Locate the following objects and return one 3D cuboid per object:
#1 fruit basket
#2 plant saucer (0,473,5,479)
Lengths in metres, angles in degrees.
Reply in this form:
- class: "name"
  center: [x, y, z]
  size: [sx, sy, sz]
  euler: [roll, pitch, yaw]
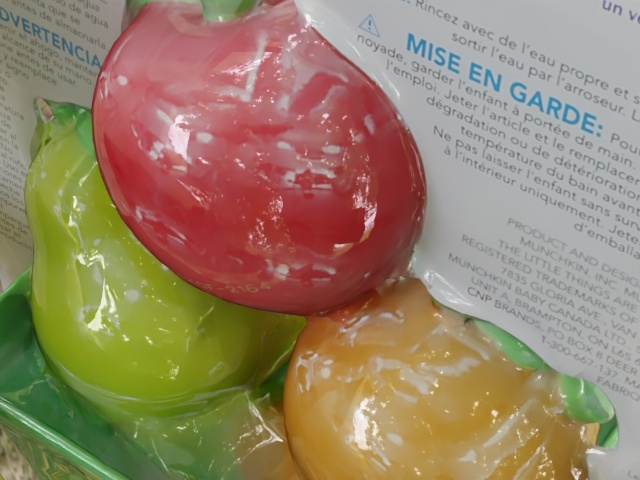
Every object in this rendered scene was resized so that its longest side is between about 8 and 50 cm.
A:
- class: "fruit basket"
  center: [0.000, 0.000, 0.541]
  size: [0.327, 0.353, 0.165]
  euler: [27, 46, 22]
- class: "plant saucer"
  center: [-0.251, 0.183, 0.539]
  size: [0.332, 0.081, 0.333]
  euler: [-32, 71, -15]
